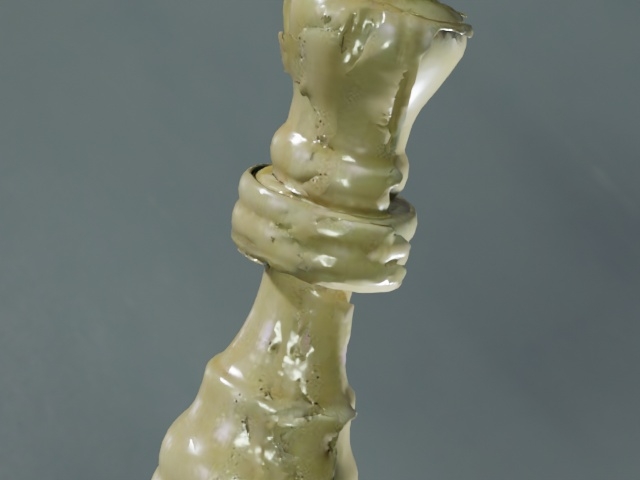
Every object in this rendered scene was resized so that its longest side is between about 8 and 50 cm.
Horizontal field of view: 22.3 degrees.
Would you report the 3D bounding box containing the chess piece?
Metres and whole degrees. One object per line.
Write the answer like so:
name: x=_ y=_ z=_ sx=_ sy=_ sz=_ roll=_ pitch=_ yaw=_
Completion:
chess piece: x=0.001 y=0.000 z=0.428 sx=0.060 sy=0.172 sz=0.060 roll=14 pitch=-165 yaw=-4
